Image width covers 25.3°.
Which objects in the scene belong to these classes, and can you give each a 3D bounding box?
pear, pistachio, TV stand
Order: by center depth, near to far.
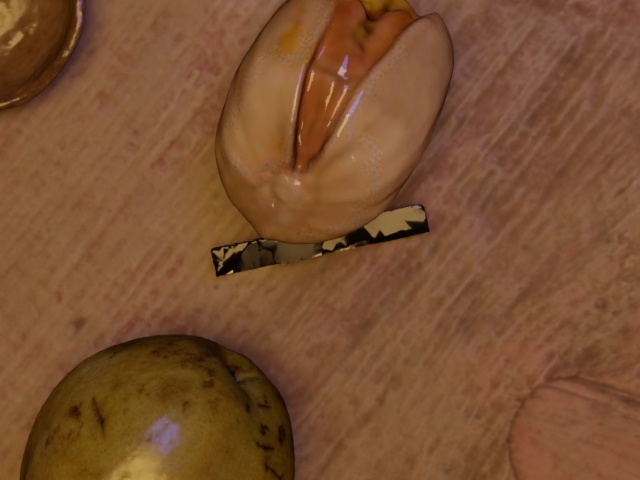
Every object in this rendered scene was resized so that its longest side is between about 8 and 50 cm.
[{"bbox_3d":[0.012,-0.140,1.544,0.230,0.230,0.309,26,77,0],"label":"pistachio"},{"bbox_3d":[-0.170,0.245,1.548,0.304,0.304,0.304,0,94,2],"label":"pear"},{"bbox_3d":[0.000,0.000,1.639,0.249,0.042,0.036,-12,91,3],"label":"TV stand"}]

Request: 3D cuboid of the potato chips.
[{"bbox_3d":[-0.359,-0.244,1.627,0.195,0.062,0.208,14,95,7],"label":"potato chips"}]
